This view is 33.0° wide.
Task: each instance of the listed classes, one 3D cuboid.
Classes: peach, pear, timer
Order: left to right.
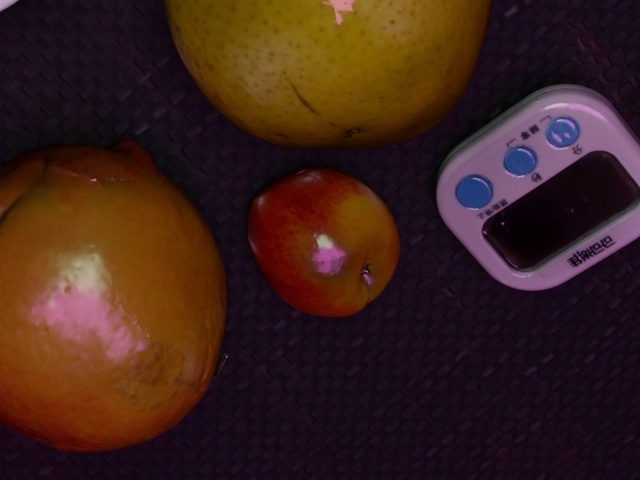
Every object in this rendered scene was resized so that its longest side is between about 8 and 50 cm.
[{"bbox_3d":[-0.271,0.062,1.263,0.372,0.290,0.373,-3,105,-11],"label":"peach"},{"bbox_3d":[0.000,0.000,1.387,0.190,0.192,0.190,-31,144,-25],"label":"peach"},{"bbox_3d":[0.012,-0.274,1.167,0.362,0.362,0.418,-30,137,1],"label":"pear"},{"bbox_3d":[0.293,-0.067,1.405,0.262,0.087,0.237,-35,112,24],"label":"timer"}]

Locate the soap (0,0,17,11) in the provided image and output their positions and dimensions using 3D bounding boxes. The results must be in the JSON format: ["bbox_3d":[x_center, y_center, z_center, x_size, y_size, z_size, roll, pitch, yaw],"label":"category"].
[{"bbox_3d":[-0.335,-0.304,1.133,0.159,0.265,0.088,-33,112,1],"label":"soap"}]
